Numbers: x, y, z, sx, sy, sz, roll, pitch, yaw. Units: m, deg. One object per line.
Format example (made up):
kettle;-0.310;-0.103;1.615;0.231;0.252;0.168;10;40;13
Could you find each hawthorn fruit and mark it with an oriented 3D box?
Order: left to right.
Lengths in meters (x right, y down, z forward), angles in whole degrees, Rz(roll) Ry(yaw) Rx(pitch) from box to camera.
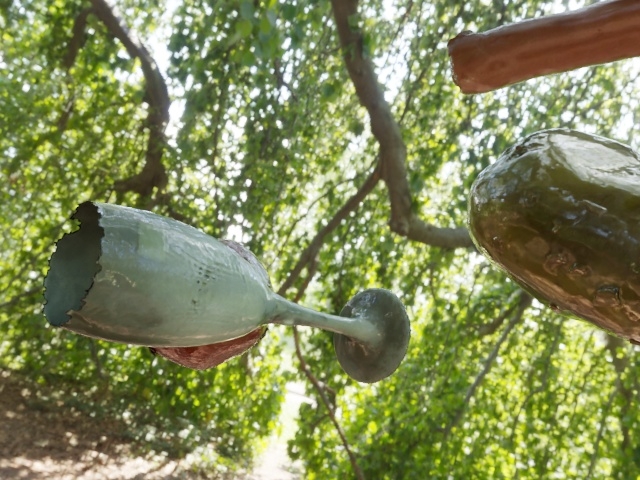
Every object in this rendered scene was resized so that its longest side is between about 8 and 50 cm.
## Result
hawthorn fruit;-0.146;0.084;0.752;0.185;0.185;0.202;26;-28;-25

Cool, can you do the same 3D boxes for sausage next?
sausage;0.381;-0.275;0.730;0.419;0.094;0.094;-5;-4;28

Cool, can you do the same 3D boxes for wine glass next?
wine glass;0.000;0.000;0.420;0.310;0.264;0.096;22;34;-42

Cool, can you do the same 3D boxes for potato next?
potato;0.261;0.002;0.480;0.192;0.141;0.296;-21;39;-33
